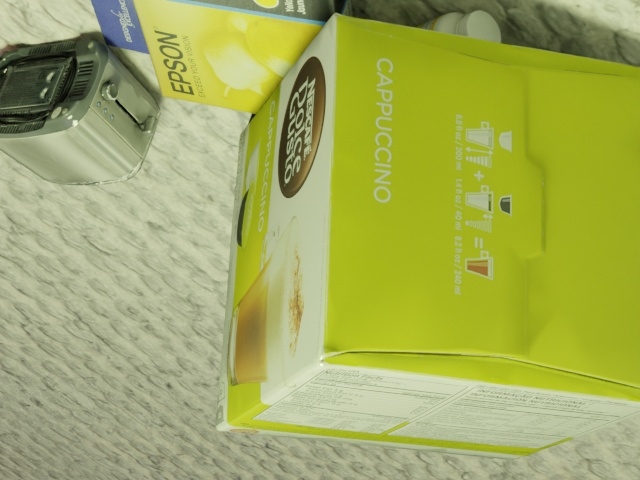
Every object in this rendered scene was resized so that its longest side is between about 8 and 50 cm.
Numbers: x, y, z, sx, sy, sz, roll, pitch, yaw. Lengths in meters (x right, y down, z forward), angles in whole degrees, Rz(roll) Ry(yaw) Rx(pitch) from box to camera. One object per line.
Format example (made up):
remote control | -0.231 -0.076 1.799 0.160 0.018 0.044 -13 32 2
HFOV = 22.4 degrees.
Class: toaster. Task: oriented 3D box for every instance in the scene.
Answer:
toaster | -0.298 -0.143 1.884 0.227 0.129 0.146 -3 149 36

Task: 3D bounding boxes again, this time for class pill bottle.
pill bottle | 0.122 -0.190 1.613 0.065 0.065 0.116 34 149 -30

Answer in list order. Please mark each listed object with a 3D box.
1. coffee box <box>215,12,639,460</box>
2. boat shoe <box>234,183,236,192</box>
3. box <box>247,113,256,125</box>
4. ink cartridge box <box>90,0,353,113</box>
coffee box | 0.111 0.015 1.594 0.338 0.337 0.334 8 161 -17
boat shoe | 0.000 0.000 2.015 0.258 0.089 0.109 31 150 -24
box | 0.022 -0.092 1.887 0.207 0.036 0.114 11 152 13
ink cartridge box | -0.118 -0.242 1.659 0.307 0.072 0.303 9 152 12
